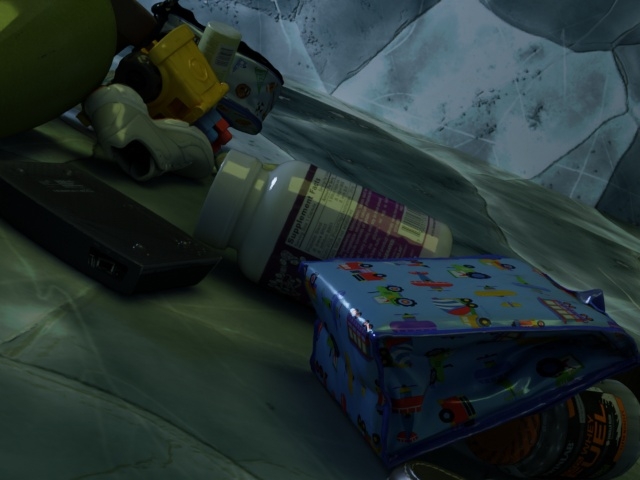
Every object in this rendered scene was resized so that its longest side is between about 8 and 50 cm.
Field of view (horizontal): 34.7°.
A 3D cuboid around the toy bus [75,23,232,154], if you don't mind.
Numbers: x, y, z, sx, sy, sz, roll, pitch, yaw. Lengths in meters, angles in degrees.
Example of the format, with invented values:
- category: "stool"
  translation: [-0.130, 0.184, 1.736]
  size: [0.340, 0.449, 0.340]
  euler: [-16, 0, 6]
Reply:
- category: "toy bus"
  translation: [-0.255, -0.212, 1.678]
  size: [0.211, 0.220, 0.149]
  euler: [51, 33, -13]

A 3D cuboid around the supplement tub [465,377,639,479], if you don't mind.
- category: "supplement tub"
  translation: [0.246, 0.195, 1.088]
  size: [0.190, 0.117, 0.117]
  euler: [11, 19, -38]

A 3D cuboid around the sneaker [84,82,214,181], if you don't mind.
- category: "sneaker"
  translation: [-0.253, -0.129, 1.553]
  size: [0.262, 0.099, 0.121]
  euler: [27, 42, -52]

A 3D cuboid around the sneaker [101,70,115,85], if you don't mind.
- category: "sneaker"
  translation: [-0.389, -0.301, 1.968]
  size: [0.083, 0.071, 0.190]
  euler: [21, 11, 18]

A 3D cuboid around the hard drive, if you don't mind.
- category: "hard drive"
  translation: [-0.257, -0.017, 1.173]
  size: [0.254, 0.054, 0.172]
  euler: [30, 16, 23]

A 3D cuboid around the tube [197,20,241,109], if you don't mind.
- category: "tube"
  translation: [-0.207, -0.255, 1.743]
  size: [0.070, 0.240, 0.062]
  euler: [38, 27, 24]

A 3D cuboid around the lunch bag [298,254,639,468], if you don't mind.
- category: "lunch bag"
  translation: [0.153, 0.084, 1.027]
  size: [0.293, 0.138, 0.221]
  euler: [-12, 20, -15]

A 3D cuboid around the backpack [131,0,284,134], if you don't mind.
- category: "backpack"
  translation: [-0.207, -0.292, 1.879]
  size: [0.263, 0.213, 0.276]
  euler: [22, 1, -1]

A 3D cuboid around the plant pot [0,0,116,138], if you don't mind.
- category: "plant pot"
  translation: [-0.443, -0.245, 1.353]
  size: [0.274, 0.275, 0.293]
  euler: [22, 28, -6]

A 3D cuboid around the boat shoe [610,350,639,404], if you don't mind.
- category: "boat shoe"
  translation: [0.364, 0.185, 1.339]
  size: [0.110, 0.122, 0.341]
  euler: [28, 4, 34]

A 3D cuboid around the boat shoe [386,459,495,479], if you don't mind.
- category: "boat shoe"
  translation: [0.178, 0.257, 0.796]
  size: [0.112, 0.095, 0.335]
  euler: [12, 19, -40]

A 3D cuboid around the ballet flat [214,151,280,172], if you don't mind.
- category: "ballet flat"
  translation: [-0.107, -0.107, 1.773]
  size: [0.168, 0.057, 0.052]
  euler: [12, 46, -27]

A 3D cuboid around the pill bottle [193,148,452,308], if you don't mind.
- category: "pill bottle"
  translation: [0.000, 0.000, 1.296]
  size: [0.301, 0.169, 0.169]
  euler: [23, 14, -2]

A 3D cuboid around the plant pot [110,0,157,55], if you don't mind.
- category: "plant pot"
  translation: [-0.431, -0.339, 1.637]
  size: [0.263, 0.229, 0.263]
  euler: [36, -1, 0]
